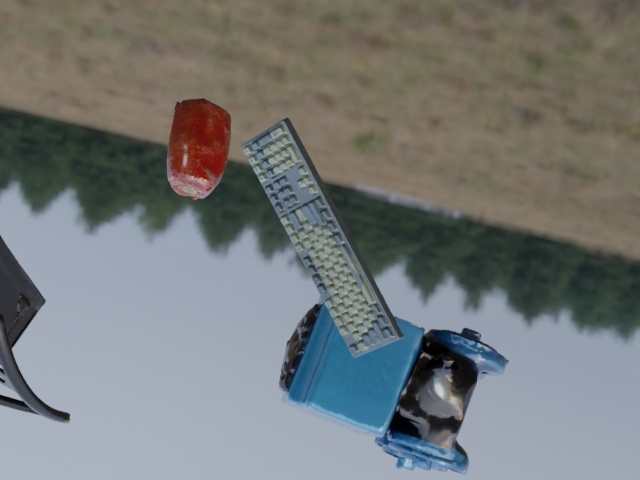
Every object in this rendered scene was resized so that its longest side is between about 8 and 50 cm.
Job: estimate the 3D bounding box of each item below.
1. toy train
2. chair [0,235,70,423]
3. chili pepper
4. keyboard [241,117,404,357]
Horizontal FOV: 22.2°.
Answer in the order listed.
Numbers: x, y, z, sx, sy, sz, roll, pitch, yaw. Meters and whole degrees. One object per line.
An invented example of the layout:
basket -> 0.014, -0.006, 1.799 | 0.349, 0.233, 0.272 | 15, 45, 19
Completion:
toy train -> 0.081, 0.177, 2.055 | 0.265, 0.188, 0.300 | 22, 172, -1
chair -> -0.342, 0.064, 1.565 | 0.260, 0.141, 0.154 | 12, 146, 32
chili pepper -> -0.145, -0.107, 1.947 | 0.070, 0.123, 0.073 | 0, 149, 11
keyboard -> 0.001, -0.001, 1.169 | 0.014, 0.176, 0.055 | -29, -179, -41
